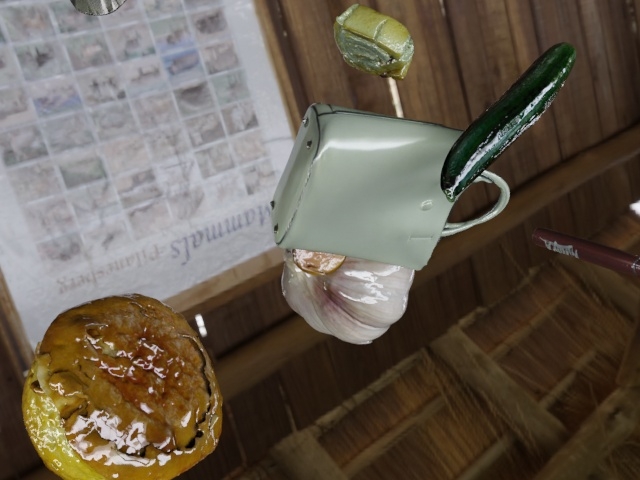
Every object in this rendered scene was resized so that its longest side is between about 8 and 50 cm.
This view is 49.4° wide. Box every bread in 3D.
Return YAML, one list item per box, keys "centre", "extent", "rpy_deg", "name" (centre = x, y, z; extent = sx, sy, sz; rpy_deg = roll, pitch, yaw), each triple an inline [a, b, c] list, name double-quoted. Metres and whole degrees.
- centre: [0.092, -0.338, 1.199]
  extent: [0.156, 0.117, 0.064]
  rpy_deg: [30, -107, 37]
  name: "bread"
- centre: [-0.341, 0.272, 1.211]
  extent: [0.204, 0.336, 0.358]
  rpy_deg: [-41, 165, 27]
  name: "bread"

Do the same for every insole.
- centre: [-0.421, -0.543, 1.430]
  extent: [0.349, 0.119, 0.009]
  rpy_deg: [-6, -157, 41]
  name: "insole"

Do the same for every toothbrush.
- centre: [0.506, 0.030, 1.213]
  extent: [0.041, 0.040, 0.364]
  rpy_deg: [-20, -159, -21]
  name: "toothbrush"

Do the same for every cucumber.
- centre: [0.219, -0.146, 0.795]
  extent: [0.284, 0.056, 0.056]
  rpy_deg: [-46, -154, -25]
  name: "cucumber"

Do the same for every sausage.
- centre: [0.002, 0.001, 1.214]
  extent: [0.109, 0.108, 0.270]
  rpy_deg: [-14, -172, 5]
  name: "sausage"

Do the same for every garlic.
- centre: [0.060, 0.054, 1.439]
  extent: [0.322, 0.321, 0.241]
  rpy_deg: [-8, -171, 29]
  name: "garlic"

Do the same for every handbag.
- centre: [0.107, -0.052, 0.891]
  extent: [0.316, 0.241, 0.109]
  rpy_deg: [11, -137, -17]
  name: "handbag"
